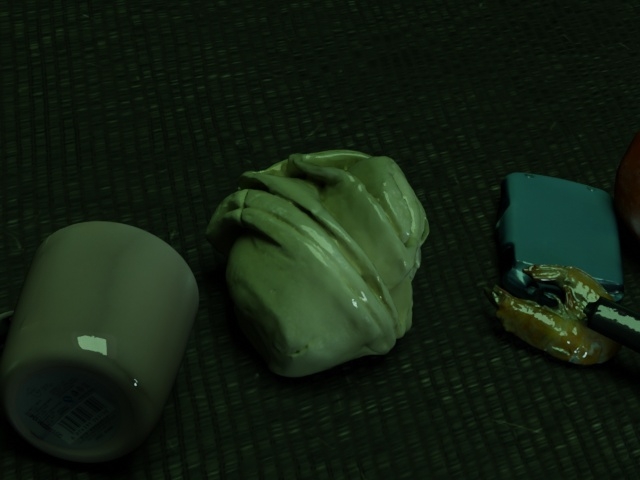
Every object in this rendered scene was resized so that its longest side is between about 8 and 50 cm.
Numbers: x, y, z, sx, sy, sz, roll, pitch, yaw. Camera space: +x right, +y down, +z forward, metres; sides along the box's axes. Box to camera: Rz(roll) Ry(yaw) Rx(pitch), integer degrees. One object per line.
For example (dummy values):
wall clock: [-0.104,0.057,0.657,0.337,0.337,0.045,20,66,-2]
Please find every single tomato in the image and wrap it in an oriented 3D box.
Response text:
tomato: [0.506,-0.087,2.329,0.188,0.232,0.232,35,38,4]

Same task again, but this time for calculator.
calculator: [0.320,-0.002,2.293,0.173,0.051,0.293,11,35,-3]

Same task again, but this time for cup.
cup: [-0.270,0.119,1.820,0.253,0.191,0.200,-10,35,16]

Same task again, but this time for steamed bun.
steamed bun: [0.002,0.002,2.039,0.276,0.203,0.289,34,40,24]

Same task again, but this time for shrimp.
shrimp: [0.295,0.089,2.147,0.187,0.052,0.132,22,49,-4]

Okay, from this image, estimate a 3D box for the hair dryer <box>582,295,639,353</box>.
hair dryer: [0.442,0.172,2.045,0.302,0.116,0.244,24,36,12]
